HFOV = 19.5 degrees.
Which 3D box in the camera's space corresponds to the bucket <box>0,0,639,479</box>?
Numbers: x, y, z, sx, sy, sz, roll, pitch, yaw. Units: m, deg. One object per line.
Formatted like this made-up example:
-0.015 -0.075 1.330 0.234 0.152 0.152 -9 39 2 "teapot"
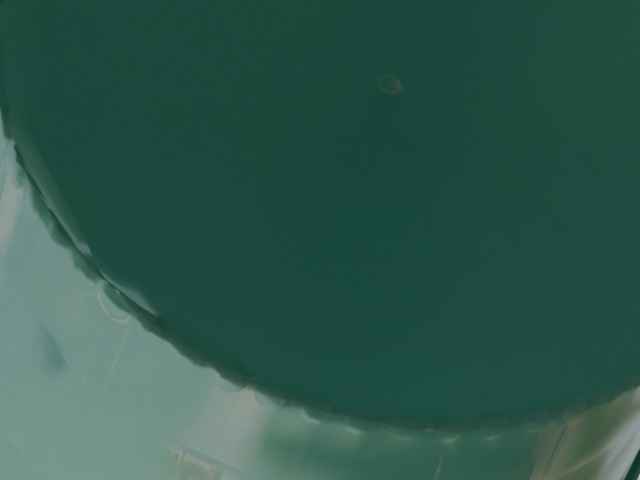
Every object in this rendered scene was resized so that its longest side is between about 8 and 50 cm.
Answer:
0.000 0.000 0.629 0.281 0.281 0.183 -27 -22 -31 "bucket"
